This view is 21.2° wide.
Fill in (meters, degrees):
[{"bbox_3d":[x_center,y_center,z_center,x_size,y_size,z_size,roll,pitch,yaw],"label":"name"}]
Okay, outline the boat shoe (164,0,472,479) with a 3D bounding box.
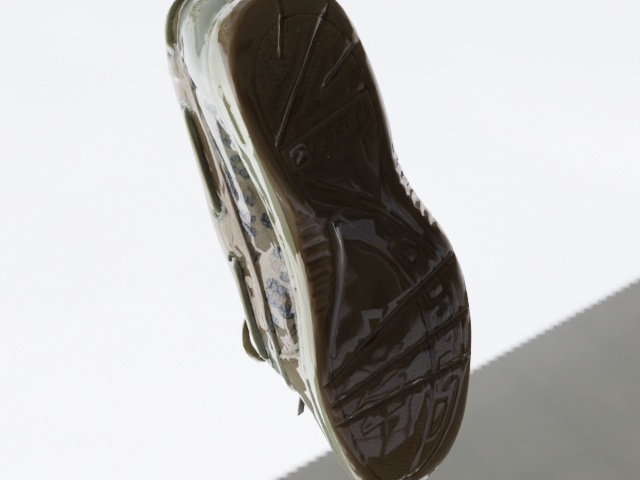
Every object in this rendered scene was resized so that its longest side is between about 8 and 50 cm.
[{"bbox_3d":[0.000,0.000,0.881,0.104,0.285,0.089,-30,-155,-31],"label":"boat shoe"}]
